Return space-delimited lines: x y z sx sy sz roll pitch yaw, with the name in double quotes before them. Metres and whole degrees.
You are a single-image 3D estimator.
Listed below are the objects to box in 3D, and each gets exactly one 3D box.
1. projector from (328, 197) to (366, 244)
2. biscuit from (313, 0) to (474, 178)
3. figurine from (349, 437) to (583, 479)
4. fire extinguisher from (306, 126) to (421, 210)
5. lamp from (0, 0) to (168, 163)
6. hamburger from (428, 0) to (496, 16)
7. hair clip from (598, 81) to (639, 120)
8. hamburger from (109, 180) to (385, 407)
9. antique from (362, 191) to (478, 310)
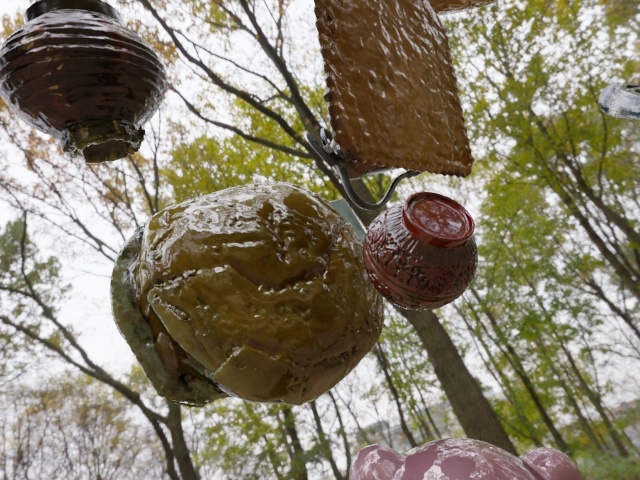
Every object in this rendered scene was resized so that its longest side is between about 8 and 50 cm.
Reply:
"projector" 0.000 0.000 0.816 0.147 0.115 0.061 -19 -38 -12
"biscuit" 0.079 -0.179 0.458 0.237 0.232 0.013 -2 -10 -45
"figurine" 0.105 0.229 0.319 0.173 0.173 0.173 -15 -35 -11
"fire extinguisher" 0.141 -0.189 1.076 0.376 0.200 0.113 -17 -29 -45
"lamp" -0.362 -0.240 0.712 0.247 0.247 0.247 -15 -35 -11
"hamburger" 0.167 -0.478 0.734 0.318 0.158 0.318 6 -2 0
"hair clip" 0.380 -0.163 0.558 0.275 0.083 0.048 -30 -46 -52
"hamburger" -0.062 0.047 0.502 0.285 0.265 0.134 -25 -14 -48
"antique" 0.085 0.013 0.396 0.104 0.104 0.104 -15 -35 -11
